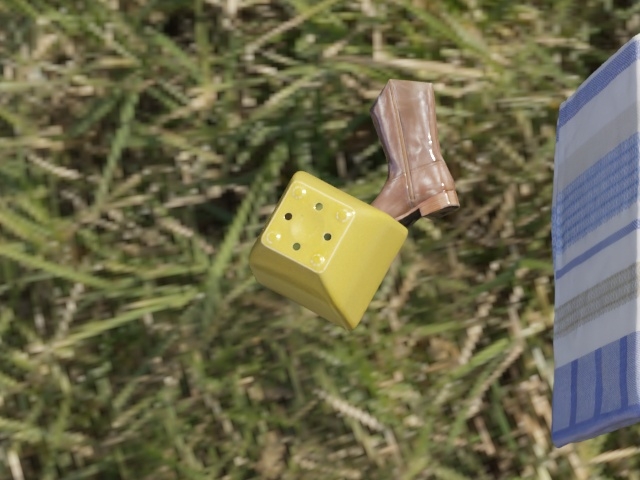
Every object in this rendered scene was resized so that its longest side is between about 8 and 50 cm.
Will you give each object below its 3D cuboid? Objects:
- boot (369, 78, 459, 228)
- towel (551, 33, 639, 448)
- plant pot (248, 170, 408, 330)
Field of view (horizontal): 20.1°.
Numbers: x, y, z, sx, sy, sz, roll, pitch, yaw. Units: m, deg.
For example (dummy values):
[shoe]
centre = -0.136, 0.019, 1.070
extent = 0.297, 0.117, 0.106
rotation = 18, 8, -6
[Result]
[boot]
centre = 0.049, -0.063, 1.400
extent = 0.106, 0.037, 0.114
rotation = -18, 74, 14
[towel]
centre = 0.216, 0.004, 1.345
extent = 0.209, 0.034, 0.285
rotation = 126, 148, -73
[plant pot]
centre = 0.000, 0.000, 1.194
extent = 0.081, 0.083, 0.081
rotation = 28, 82, 16
